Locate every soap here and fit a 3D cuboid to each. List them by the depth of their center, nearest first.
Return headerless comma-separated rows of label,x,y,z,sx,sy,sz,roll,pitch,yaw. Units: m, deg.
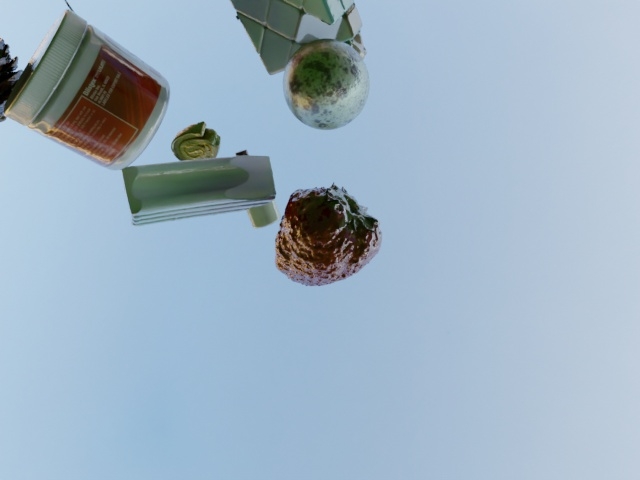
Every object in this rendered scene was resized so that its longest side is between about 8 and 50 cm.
soap,-0.295,-0.125,1.071,0.347,0.208,0.115,-10,-92,-24

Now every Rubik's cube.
Rubik's cube,-0.042,-0.471,0.822,0.224,0.265,0.213,-2,-136,33

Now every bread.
bread,-0.370,-0.288,1.302,0.156,0.117,0.064,-17,-138,22

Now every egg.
egg,0.007,-0.235,0.653,0.132,0.172,0.132,3,-73,10

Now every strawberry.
strawberry,0.000,0.000,1.074,0.257,0.257,0.277,46,-69,20

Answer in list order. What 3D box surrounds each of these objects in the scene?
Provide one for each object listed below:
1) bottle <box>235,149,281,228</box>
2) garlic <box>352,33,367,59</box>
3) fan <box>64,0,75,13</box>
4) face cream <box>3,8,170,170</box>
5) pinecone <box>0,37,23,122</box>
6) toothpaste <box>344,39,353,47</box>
bottle,-0.210,-0.167,1.370,0.104,0.104,0.245,-15,-72,13
garlic,0.017,-0.534,1.317,0.184,0.203,0.281,56,-40,44
fan,-0.541,-0.518,0.877,0.005,0.113,0.175,-35,-101,-10
face cream,-0.389,-0.246,0.738,0.201,0.187,0.201,-23,-128,34
pinecone,-0.820,-0.400,0.996,0.224,0.272,0.224,-4,-143,3
toothpaste,0.018,-0.414,1.009,0.047,0.078,0.248,5,-129,34
